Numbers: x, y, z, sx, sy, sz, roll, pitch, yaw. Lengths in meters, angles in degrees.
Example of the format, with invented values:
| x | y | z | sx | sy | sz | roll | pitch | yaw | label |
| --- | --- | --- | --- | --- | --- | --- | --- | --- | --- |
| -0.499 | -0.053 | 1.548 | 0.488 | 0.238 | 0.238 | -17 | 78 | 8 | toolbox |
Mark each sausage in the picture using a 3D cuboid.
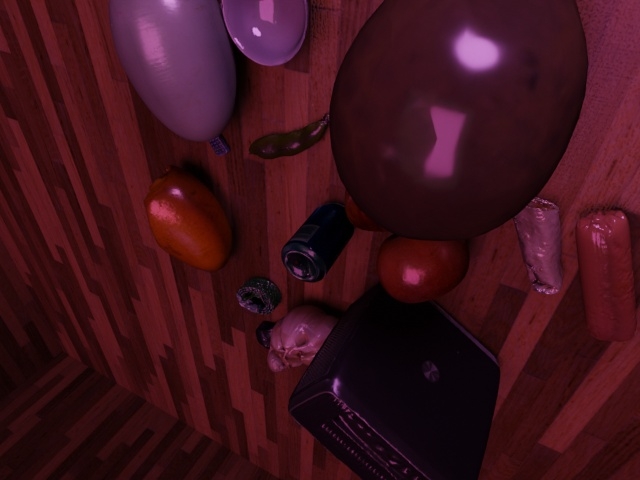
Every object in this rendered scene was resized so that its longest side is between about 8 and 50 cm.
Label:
| x | y | z | sx | sy | sz | roll | pitch | yaw | label |
| --- | --- | --- | --- | --- | --- | --- | --- | --- | --- |
| 0.538 | 0.074 | 0.800 | 0.086 | 0.086 | 0.288 | -4 | 121 | 35 | sausage |

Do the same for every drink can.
| x | y | z | sx | sy | sz | roll | pitch | yaw | label |
| --- | --- | --- | --- | --- | --- | --- | --- | --- | --- |
| 0.000 | 0.000 | 1.010 | 0.118 | 0.205 | 0.118 | 18 | 133 | 20 | drink can |

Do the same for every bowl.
| x | y | z | sx | sy | sz | roll | pitch | yaw | label |
| --- | --- | --- | --- | --- | --- | --- | --- | --- | --- |
| -0.089 | -0.443 | 0.814 | 0.189 | 0.086 | 0.188 | 16 | 130 | 20 | bowl |

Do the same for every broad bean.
| x | y | z | sx | sy | sz | roll | pitch | yaw | label |
| --- | --- | --- | --- | --- | --- | --- | --- | --- | --- |
| -0.075 | -0.229 | 0.995 | 0.255 | 0.046 | 0.065 | -9 | 111 | 36 | broad bean |

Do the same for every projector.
| x | y | z | sx | sy | sz | roll | pitch | yaw | label |
| --- | --- | --- | --- | --- | --- | --- | --- | --- | --- |
| 0.185 | 0.352 | 1.015 | 0.395 | 0.405 | 0.242 | 42 | 135 | -2 | projector |

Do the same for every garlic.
| x | y | z | sx | sy | sz | roll | pitch | yaw | label |
| --- | --- | --- | --- | --- | --- | --- | --- | --- | --- |
| -0.064 | 0.294 | 1.280 | 0.281 | 0.203 | 0.184 | -18 | 94 | 36 | garlic |

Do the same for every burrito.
| x | y | z | sx | sy | sz | roll | pitch | yaw | label |
| --- | --- | --- | --- | --- | --- | --- | --- | --- | --- |
| 0.431 | 0.008 | 0.836 | 0.087 | 0.060 | 0.225 | -1 | 122 | 39 | burrito |

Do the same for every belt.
| x | y | z | sx | sy | sz | roll | pitch | yaw | label |
| --- | --- | --- | --- | --- | --- | --- | --- | --- | --- |
| -0.206 | 0.186 | 1.373 | 0.152 | 0.079 | 0.121 | 0 | 123 | 34 | belt |

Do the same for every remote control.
| x | y | z | sx | sy | sz | roll | pitch | yaw | label |
| --- | --- | --- | --- | --- | --- | --- | --- | --- | --- |
| -0.288 | -0.292 | 1.101 | 0.044 | 0.027 | 0.152 | -12 | 118 | 32 | remote control |

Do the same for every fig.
| x | y | z | sx | sy | sz | roll | pitch | yaw | label |
| --- | --- | --- | --- | --- | --- | --- | --- | --- | --- |
| 0.126 | -0.122 | 0.879 | 0.175 | 0.175 | 0.207 | 3 | 105 | 32 | fig |

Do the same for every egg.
| x | y | z | sx | sy | sz | roll | pitch | yaw | label |
| --- | --- | --- | --- | --- | --- | --- | --- | --- | --- |
| -0.295 | -0.383 | 0.892 | 0.230 | 0.230 | 0.370 | 13 | 135 | 25 | egg |

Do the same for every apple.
| x | y | z | sx | sy | sz | roll | pitch | yaw | label |
| --- | --- | --- | --- | --- | --- | --- | --- | --- | --- |
| 0.215 | 0.038 | 0.914 | 0.201 | 0.201 | 0.162 | -16 | 100 | 40 | apple |

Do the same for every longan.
| x | y | z | sx | sy | sz | roll | pitch | yaw | label |
| --- | --- | --- | --- | --- | --- | --- | --- | --- | --- |
| 0.184 | -0.190 | 0.628 | 0.337 | 0.404 | 0.404 | 17 | 132 | 5 | longan |

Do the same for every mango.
| x | y | z | sx | sy | sz | roll | pitch | yaw | label |
| --- | --- | --- | --- | --- | --- | --- | --- | --- | --- |
| -0.376 | -0.040 | 1.240 | 0.199 | 0.201 | 0.349 | 13 | 140 | 47 | mango |

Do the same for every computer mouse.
| x | y | z | sx | sy | sz | roll | pitch | yaw | label |
| --- | --- | --- | --- | --- | --- | --- | --- | --- | --- |
| -0.160 | 0.337 | 1.471 | 0.193 | 0.062 | 0.105 | -9 | 118 | 39 | computer mouse |
